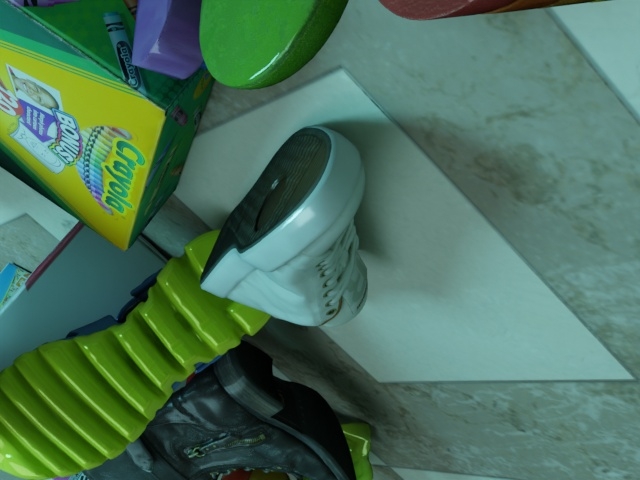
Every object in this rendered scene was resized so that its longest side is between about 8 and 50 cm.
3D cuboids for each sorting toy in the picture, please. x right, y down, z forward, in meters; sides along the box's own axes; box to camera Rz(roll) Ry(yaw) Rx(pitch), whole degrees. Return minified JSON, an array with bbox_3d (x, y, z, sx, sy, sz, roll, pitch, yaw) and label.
[{"bbox_3d":[0.031,-0.129,0.534,0.126,0.127,0.366,14,170,-33],"label":"sorting toy"}]

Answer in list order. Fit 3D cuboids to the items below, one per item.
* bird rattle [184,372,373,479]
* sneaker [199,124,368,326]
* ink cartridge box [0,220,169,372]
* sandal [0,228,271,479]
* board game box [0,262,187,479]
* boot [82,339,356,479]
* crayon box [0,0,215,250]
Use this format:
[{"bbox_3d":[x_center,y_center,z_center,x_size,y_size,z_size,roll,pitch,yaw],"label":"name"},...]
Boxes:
[{"bbox_3d":[-0.070,0.255,1.186,0.254,0.207,0.143,21,135,5],"label":"bird rattle"},{"bbox_3d":[0.000,0.000,0.776,0.123,0.105,0.290,26,162,-10],"label":"sneaker"},{"bbox_3d":[-0.302,0.111,1.155,0.131,0.226,0.306,39,155,-9],"label":"ink cartridge box"},{"bbox_3d":[-0.174,0.109,0.966,0.126,0.317,0.138,58,176,-3],"label":"sandal"},{"bbox_3d":[-0.346,0.195,1.352,0.303,0.224,0.097,24,154,18],"label":"board game box"},{"bbox_3d":[-0.110,0.226,1.083,0.229,0.091,0.263,-34,121,15],"label":"boot"},{"bbox_3d":[-0.181,-0.110,0.794,0.165,0.081,0.278,35,154,-1],"label":"crayon box"}]
